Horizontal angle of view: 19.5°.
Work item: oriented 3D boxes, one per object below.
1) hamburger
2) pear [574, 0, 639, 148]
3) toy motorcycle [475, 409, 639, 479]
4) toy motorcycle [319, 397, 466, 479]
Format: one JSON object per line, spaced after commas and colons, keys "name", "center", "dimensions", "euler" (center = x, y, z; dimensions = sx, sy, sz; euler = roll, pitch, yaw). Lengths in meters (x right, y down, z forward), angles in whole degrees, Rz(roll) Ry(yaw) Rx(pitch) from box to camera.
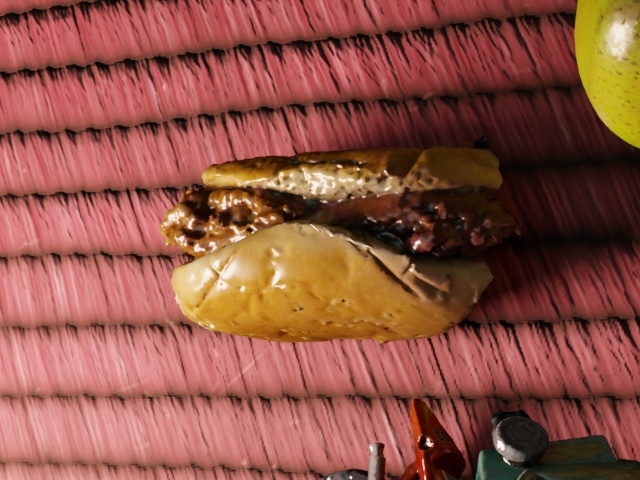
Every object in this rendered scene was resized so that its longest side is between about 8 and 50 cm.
{"name": "hamburger", "center": [0.000, 0.000, 1.469], "dimensions": [0.282, 0.245, 0.155], "euler": [150, 123, -74]}
{"name": "pear", "center": [0.261, -0.156, 1.312], "dimensions": [0.187, 0.219, 0.188], "euler": [-9, 70, 26]}
{"name": "toy motorcycle", "center": [0.180, 0.211, 1.240], "dimensions": [0.296, 0.109, 0.198], "euler": [-5, 37, -11]}
{"name": "toy motorcycle", "center": [0.103, 0.267, 1.369], "dimensions": [0.171, 0.089, 0.298], "euler": [-45, 57, 12]}
